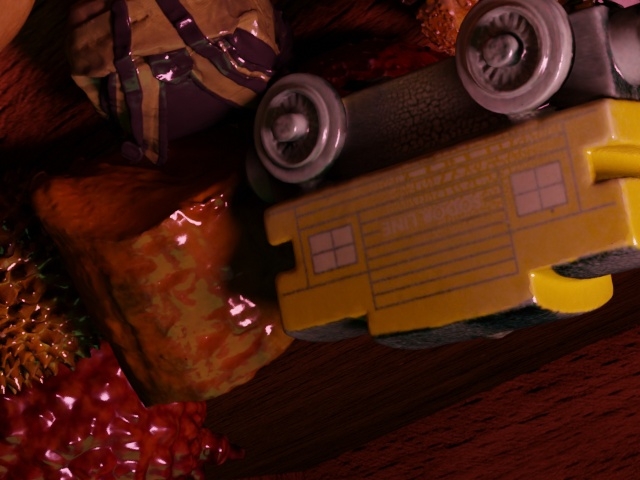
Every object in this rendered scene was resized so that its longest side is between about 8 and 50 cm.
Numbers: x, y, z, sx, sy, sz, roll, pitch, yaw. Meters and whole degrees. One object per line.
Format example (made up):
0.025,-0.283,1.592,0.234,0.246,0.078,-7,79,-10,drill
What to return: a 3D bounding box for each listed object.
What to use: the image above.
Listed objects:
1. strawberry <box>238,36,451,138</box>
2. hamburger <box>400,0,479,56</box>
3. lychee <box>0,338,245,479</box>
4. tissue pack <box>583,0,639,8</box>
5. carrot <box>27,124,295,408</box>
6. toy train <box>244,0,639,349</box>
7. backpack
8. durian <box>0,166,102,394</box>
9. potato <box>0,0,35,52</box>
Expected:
0.038,-0.098,1.652,0.288,0.250,0.238,20,-174,27,strawberry
0.165,-0.236,1.571,0.137,0.087,0.166,-25,162,24,hamburger
-0.332,0.242,2.054,0.500,0.425,0.424,8,156,-16,lychee
0.498,-0.244,1.679,0.356,0.194,0.266,3,156,-44,tissue pack
-0.125,0.037,1.588,0.241,0.241,0.341,-20,124,11,carrot
0.123,-0.049,1.340,0.442,0.272,0.179,-16,170,39,toy train
-0.129,-0.166,1.427,0.207,0.140,0.253,-20,167,6,backpack
-0.358,0.033,1.700,0.293,0.258,0.258,-9,164,8,durian
-0.324,-0.210,0.966,0.269,0.219,0.359,-13,162,15,potato
